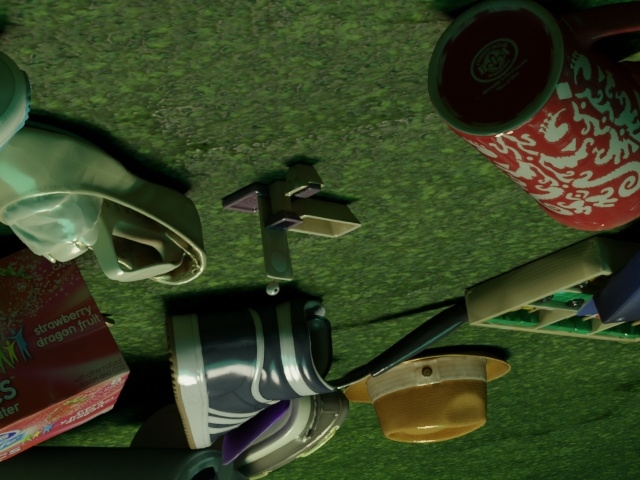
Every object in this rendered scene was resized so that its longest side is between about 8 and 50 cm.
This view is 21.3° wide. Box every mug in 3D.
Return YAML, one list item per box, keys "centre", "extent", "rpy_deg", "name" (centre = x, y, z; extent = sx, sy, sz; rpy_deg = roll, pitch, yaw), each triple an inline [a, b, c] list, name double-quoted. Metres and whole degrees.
- centre: [0.154, -0.099, 1.086]
  extent: [0.113, 0.150, 0.169]
  rpy_deg: [23, 178, 36]
  name: "mug"

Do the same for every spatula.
- centre: [0.025, 0.133, 1.698]
  extent: [0.296, 0.030, 0.084]
  rpy_deg: [-27, -160, 7]
  name: "spatula"

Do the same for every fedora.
- centre: [0.124, 0.182, 1.922]
  extent: [0.194, 0.079, 0.194]
  rpy_deg: [-9, 162, -3]
  name: "fedora"

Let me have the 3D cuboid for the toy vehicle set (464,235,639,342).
- centre: [0.291, 0.052, 1.676]
  extent: [0.267, 0.035, 0.166]
  rpy_deg: [8, 155, -42]
  name: "toy vehicle set"

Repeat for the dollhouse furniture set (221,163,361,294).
- centre: [0.000, 0.000, 1.301]
  extent: [0.114, 0.081, 0.091]
  rpy_deg: [9, 155, -44]
  name: "dollhouse furniture set"

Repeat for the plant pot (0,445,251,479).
- centre: [-0.249, 0.353, 1.772]
  extent: [0.334, 0.341, 0.341]
  rpy_deg: [-9, 164, 25]
  name: "plant pot"

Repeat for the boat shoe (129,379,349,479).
- centre: [-0.097, 0.219, 1.882]
  extent: [0.091, 0.109, 0.305]
  rpy_deg: [10, 153, -43]
  name: "boat shoe"

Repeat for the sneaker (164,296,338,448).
- centre: [-0.063, 0.130, 1.644]
  extent: [0.153, 0.099, 0.282]
  rpy_deg: [-9, 162, -3]
  name: "sneaker"

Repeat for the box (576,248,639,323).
- centre: [0.338, 0.021, 1.527]
  extent: [0.136, 0.036, 0.225]
  rpy_deg: [-4, 152, -26]
  name: "box"

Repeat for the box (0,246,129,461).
- centre: [-0.292, 0.113, 1.312]
  extent: [0.257, 0.128, 0.122]
  rpy_deg: [-24, 167, -20]
  name: "box"

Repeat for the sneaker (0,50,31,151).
- centre: [-0.270, -0.078, 0.931]
  extent: [0.229, 0.087, 0.092]
  rpy_deg: [-4, 160, -20]
  name: "sneaker"

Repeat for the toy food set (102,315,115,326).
- centre: [-0.248, 0.108, 1.557]
  extent: [0.078, 0.019, 0.122]
  rpy_deg: [13, 133, -37]
  name: "toy food set"

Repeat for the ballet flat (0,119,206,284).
- centre: [-0.158, -0.017, 1.175]
  extent: [0.086, 0.086, 0.248]
  rpy_deg: [-18, 160, 27]
  name: "ballet flat"
